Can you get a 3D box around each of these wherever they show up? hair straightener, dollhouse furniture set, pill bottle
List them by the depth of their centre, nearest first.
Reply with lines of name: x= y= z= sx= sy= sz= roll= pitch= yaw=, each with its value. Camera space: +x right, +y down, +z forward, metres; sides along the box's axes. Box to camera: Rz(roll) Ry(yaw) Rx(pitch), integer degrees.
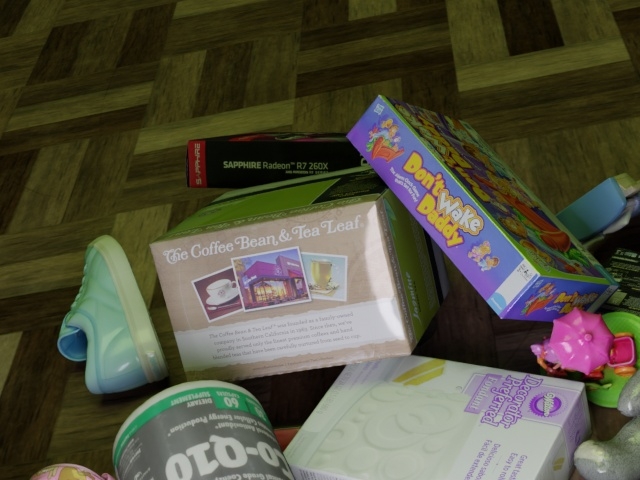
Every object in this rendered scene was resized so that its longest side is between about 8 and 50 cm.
pill bottle: x=-0.107 y=0.351 z=1.500 sx=0.204 sy=0.204 sz=0.361 roll=-21 pitch=42 yaw=-9
hair straightener: x=-0.111 y=0.286 z=1.773 sx=0.230 sy=0.047 sz=0.089 roll=-14 pitch=-5 yaw=20
dollhouse furniture set: x=0.552 y=-0.033 z=1.922 sx=0.286 sy=0.198 sz=0.303 roll=-17 pitch=-14 yaw=-41

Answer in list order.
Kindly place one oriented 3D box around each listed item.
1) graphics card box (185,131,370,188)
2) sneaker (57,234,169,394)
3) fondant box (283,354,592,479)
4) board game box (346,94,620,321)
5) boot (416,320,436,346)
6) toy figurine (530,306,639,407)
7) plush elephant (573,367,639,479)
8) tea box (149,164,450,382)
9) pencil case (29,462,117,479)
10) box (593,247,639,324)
graphics card box: x=-0.019 y=-0.140 z=2.252 sx=0.371 sy=0.094 sz=0.233 roll=4 pitch=9 yaw=26
sneaker: x=-0.355 y=0.112 z=2.050 sx=0.150 sy=0.135 sz=0.366 roll=-19 pitch=32 yaw=-11
fondant box: x=0.149 y=0.263 z=1.648 sx=0.330 sy=0.096 sz=0.238 roll=7 pitch=39 yaw=30
board game box: x=0.218 y=-0.039 z=1.739 sx=0.233 sy=0.078 sz=0.347 roll=8 pitch=37 yaw=-53
boot: x=0.103 y=0.127 z=1.932 sx=0.106 sy=0.037 sz=0.114 roll=-23 pitch=29 yaw=-16
toy figurine: x=0.331 y=0.140 z=1.666 sx=0.173 sy=0.159 sz=0.130 roll=-12 pitch=67 yaw=32
plush elephant: x=0.487 y=0.151 z=1.526 sx=0.330 sy=0.255 sz=0.272 roll=-37 pitch=38 yaw=-30
tea box: x=-0.016 y=0.037 z=1.840 sx=0.329 sy=0.220 sz=0.323 roll=-10 pitch=11 yaw=19
pencil case: x=-0.355 y=0.439 z=1.531 sx=0.167 sy=0.160 sz=0.386 roll=5 pitch=36 yaw=16
box: x=0.463 y=0.095 z=1.786 sx=0.180 sy=0.077 sz=0.147 roll=12 pitch=42 yaw=36
